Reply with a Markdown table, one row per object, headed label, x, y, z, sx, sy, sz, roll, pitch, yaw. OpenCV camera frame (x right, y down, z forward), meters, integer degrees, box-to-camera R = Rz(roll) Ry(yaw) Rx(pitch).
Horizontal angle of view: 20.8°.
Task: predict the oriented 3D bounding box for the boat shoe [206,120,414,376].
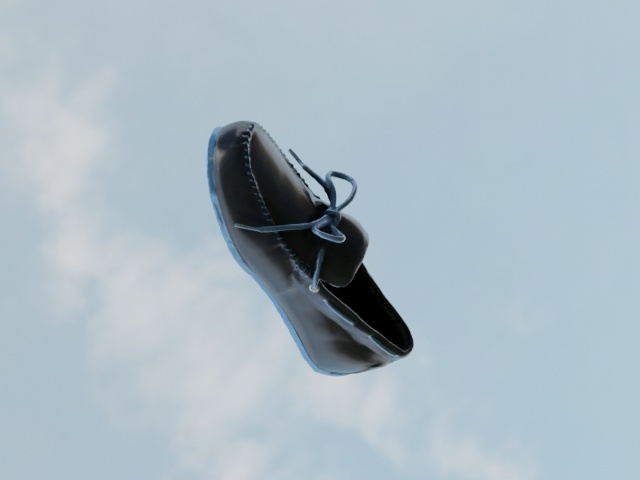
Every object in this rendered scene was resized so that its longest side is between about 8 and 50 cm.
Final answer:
| label | x | y | z | sx | sy | sz | roll | pitch | yaw |
| --- | --- | --- | --- | --- | --- | --- | --- | --- | --- |
| boat shoe | 0.000 | 0.000 | 1.316 | 0.258 | 0.089 | 0.109 | 55 | -142 | -45 |
